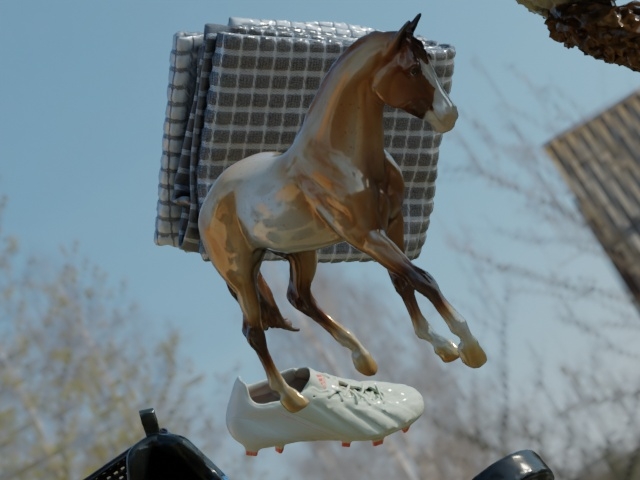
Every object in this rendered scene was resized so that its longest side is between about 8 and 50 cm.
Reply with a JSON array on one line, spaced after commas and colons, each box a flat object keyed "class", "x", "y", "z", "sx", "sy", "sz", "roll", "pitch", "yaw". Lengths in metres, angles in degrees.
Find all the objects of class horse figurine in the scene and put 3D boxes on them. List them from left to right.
[{"class": "horse figurine", "x": 0.000, "y": 0.000, "z": 0.931, "sx": 0.066, "sy": 0.174, "sz": 0.263, "roll": -31, "pitch": 5, "yaw": -33}]

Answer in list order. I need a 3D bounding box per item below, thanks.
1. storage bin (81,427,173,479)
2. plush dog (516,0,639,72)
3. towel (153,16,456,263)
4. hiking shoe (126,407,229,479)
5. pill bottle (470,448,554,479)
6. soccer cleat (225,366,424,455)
[{"class": "storage bin", "x": -0.161, "y": 0.249, "z": 1.356, "sx": 0.180, "sy": 0.084, "sz": 0.122, "roll": -36, "pitch": 26, "yaw": 25}, {"class": "plush dog", "x": 0.123, "y": -0.207, "z": 0.884, "sx": 0.211, "sy": 0.262, "sz": 0.225, "roll": -8, "pitch": -28, "yaw": 7}, {"class": "towel", "x": -0.012, "y": -0.094, "z": 1.662, "sx": 0.284, "sy": 0.121, "sz": 0.235, "roll": -1, "pitch": -71, "yaw": -29}, {"class": "hiking shoe", "x": -0.069, "y": 0.257, "z": 1.126, "sx": 0.113, "sy": 0.304, "sz": 0.132, "roll": -28, "pitch": -45, "yaw": -7}, {"class": "pill bottle", "x": 0.195, "y": 0.272, "z": 1.297, "sx": 0.123, "sy": 0.219, "sz": 0.123, "roll": -30, "pitch": -29, "yaw": -18}, {"class": "soccer cleat", "x": 0.008, "y": 0.151, "z": 1.575, "sx": 0.196, "sy": 0.068, "sz": 0.076, "roll": -6, "pitch": -65, "yaw": -20}]
